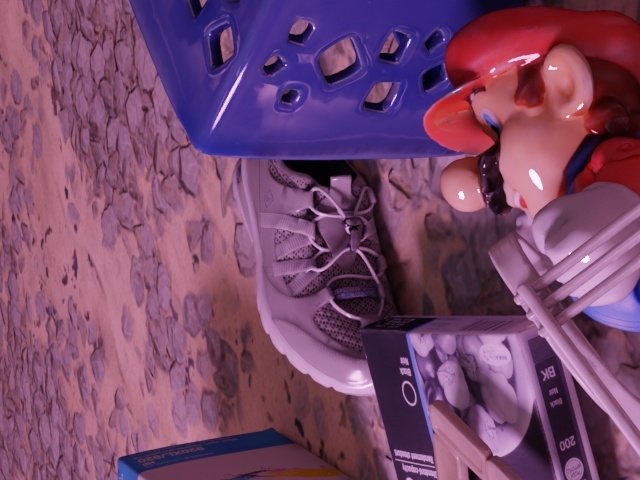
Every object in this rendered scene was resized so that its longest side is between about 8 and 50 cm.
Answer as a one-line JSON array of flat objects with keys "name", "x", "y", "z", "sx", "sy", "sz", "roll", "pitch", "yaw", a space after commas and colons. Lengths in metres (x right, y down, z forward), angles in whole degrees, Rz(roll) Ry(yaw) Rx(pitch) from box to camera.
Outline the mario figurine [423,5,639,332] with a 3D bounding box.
[{"name": "mario figurine", "x": 0.145, "y": 0.004, "z": 0.815, "sx": 0.321, "sy": 0.170, "sz": 0.198, "roll": 64, "pitch": 148, "yaw": 30}]

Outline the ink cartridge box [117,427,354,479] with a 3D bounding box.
[{"name": "ink cartridge box", "x": -0.060, "y": 0.290, "z": 1.243, "sx": 0.232, "sy": 0.168, "sz": 0.171, "roll": 18, "pitch": 110, "yaw": 59}]

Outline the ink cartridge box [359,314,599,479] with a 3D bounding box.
[{"name": "ink cartridge box", "x": 0.117, "y": 0.155, "z": 0.986, "sx": 0.206, "sy": 0.045, "sz": 0.208, "roll": -7, "pitch": 101, "yaw": 62}]

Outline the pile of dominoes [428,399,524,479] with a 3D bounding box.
[{"name": "pile of dominoes", "x": 0.166, "y": 0.229, "z": 0.904, "sx": 0.251, "sy": 0.040, "sz": 0.196, "roll": 44, "pitch": 155, "yaw": 39}]

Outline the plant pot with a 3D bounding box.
[{"name": "plant pot", "x": 0.016, "y": -0.208, "z": 0.953, "sx": 0.212, "sy": 0.236, "sz": 0.236, "roll": -58, "pitch": 46, "yaw": 41}]

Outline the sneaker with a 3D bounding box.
[{"name": "sneaker", "x": 0.000, "y": 0.000, "z": 1.144, "sx": 0.281, "sy": 0.105, "sz": 0.115, "roll": 63, "pitch": 144, "yaw": 33}]

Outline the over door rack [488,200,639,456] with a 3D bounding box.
[{"name": "over door rack", "x": 0.253, "y": 0.067, "z": 0.591, "sx": 0.239, "sy": 0.108, "sz": 0.324, "roll": -39, "pitch": 67, "yaw": 17}]
